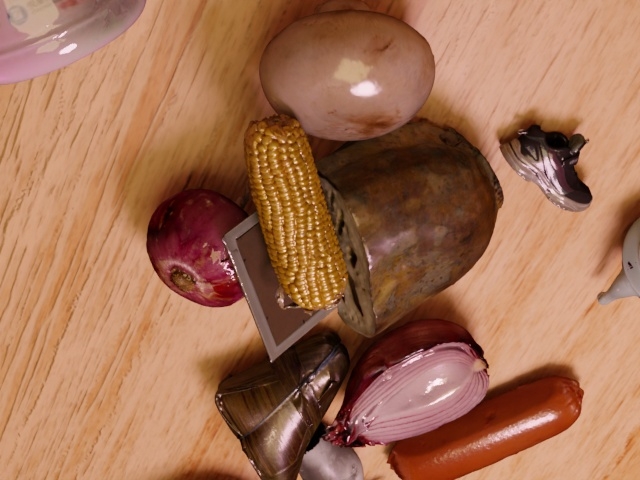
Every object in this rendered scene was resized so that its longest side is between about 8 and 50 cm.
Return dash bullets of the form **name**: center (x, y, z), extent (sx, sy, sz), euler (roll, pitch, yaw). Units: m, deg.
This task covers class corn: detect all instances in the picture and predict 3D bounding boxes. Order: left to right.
- **corn**: center (-0.036, -0.036, 1.642), extent (0.106, 0.106, 0.293), euler (-15, 120, 2)

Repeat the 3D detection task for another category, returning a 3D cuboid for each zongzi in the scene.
- **zongzi**: center (-0.022, 0.283, 1.963), extent (0.221, 0.112, 0.242), euler (-28, 92, 8)

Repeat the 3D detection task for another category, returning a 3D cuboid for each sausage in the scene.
- **sausage**: center (0.273, 0.320, 2.089), extent (0.348, 0.094, 0.097), euler (-27, 121, 11)

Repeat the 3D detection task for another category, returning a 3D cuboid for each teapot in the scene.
- **teapot**: center (0.526, 0.032, 1.908), extent (0.232, 0.159, 0.159), euler (-26, 125, -2)

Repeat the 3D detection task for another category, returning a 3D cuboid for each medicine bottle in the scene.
- **medicine bottle**: center (-0.355, -0.355, 1.424), extent (0.241, 0.241, 0.302), euler (-20, 116, 6)

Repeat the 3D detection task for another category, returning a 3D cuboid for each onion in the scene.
- **onion**: center (-0.158, 0.009, 1.765), extent (0.177, 0.153, 0.177), euler (7, 115, 16)
- **onion**: center (0.116, 0.218, 1.966), extent (0.283, 0.120, 0.227), euler (-27, 138, -3)

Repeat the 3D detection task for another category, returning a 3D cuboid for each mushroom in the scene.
- **mushroom**: center (0.036, -0.224, 1.625), extent (0.226, 0.178, 0.226), euler (7, 161, 2)

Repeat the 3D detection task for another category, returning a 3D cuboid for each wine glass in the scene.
- **wine glass**: center (0.027, 0.385, 2.093), extent (0.103, 0.103, 0.222), euler (-30, 126, 12)

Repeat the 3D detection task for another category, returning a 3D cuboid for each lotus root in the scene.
- **lotus root**: center (0.145, -0.017, 1.753), extent (0.260, 0.149, 0.267), euler (-24, 128, -19)

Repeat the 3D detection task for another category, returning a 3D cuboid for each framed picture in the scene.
- **framed picture**: center (0.000, 0.000, 1.772), extent (0.293, 0.018, 0.231), euler (-38, 131, -26)

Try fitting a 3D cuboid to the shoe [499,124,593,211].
- **shoe**: center (0.342, -0.114, 1.810), extent (0.169, 0.071, 0.099), euler (32, 112, -23)
